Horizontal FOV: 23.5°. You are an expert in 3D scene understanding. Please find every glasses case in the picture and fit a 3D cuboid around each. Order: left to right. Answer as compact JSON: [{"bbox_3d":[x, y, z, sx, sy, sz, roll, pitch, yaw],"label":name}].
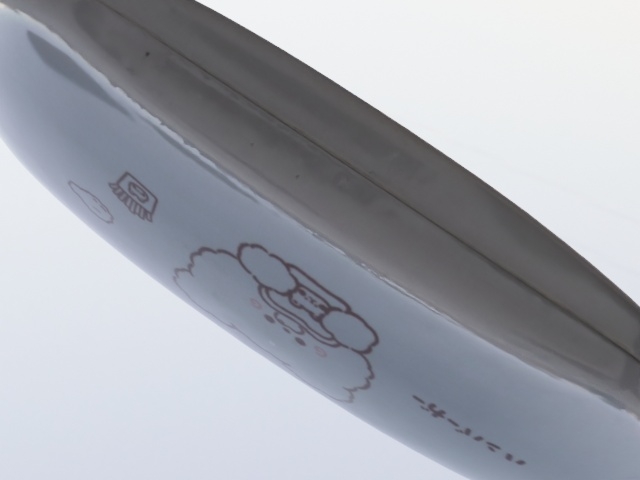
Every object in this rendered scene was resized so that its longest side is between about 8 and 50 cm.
[{"bbox_3d":[0.000,0.000,0.365,0.193,0.074,0.049,35,-117,4],"label":"glasses case"}]
